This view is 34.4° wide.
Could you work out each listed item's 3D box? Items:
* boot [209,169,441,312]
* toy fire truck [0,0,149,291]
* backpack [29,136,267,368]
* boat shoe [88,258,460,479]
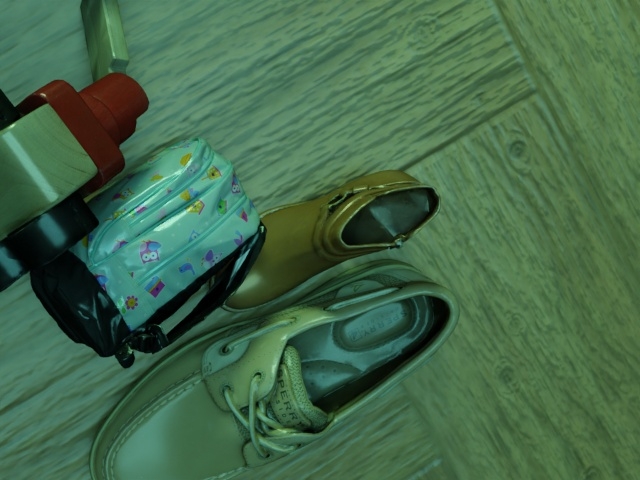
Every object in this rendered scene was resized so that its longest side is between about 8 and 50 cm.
[{"bbox_3d":[0.000,0.000,0.848,0.197,0.152,0.073,-35,102,-8],"label":"boot"},{"bbox_3d":[-0.222,-0.082,0.796,0.158,0.217,0.246,55,41,-11],"label":"toy fire truck"},{"bbox_3d":[-0.134,0.003,0.825,0.182,0.152,0.115,-39,117,-20],"label":"backpack"},{"bbox_3d":[-0.041,0.122,0.872,0.341,0.110,0.121,-33,101,-8],"label":"boat shoe"}]
